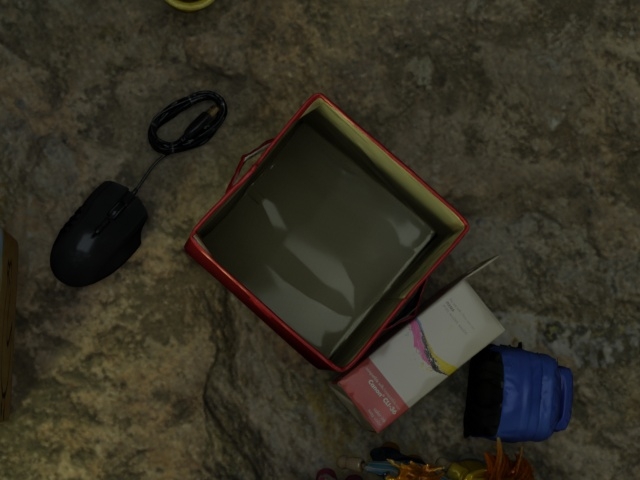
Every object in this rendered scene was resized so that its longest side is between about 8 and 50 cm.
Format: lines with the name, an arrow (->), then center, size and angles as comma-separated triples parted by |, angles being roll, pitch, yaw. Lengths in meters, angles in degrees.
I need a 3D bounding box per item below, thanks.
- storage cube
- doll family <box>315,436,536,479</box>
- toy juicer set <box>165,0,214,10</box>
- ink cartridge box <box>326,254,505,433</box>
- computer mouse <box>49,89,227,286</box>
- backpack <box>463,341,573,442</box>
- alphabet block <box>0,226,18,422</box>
storage cube -> 0.000, 0.000, 1.653 | 0.215, 0.193, 0.183 | 41, 83, -3
doll family -> 0.110, 0.231, 1.658 | 0.263, 0.163, 0.118 | 13, 91, -5
toy juicer set -> -0.237, -0.356, 1.705 | 0.329, 0.089, 0.209 | 14, 85, -4
ink cartridge box -> 0.106, 0.100, 1.696 | 0.198, 0.115, 0.067 | -39, 90, -6
computer mouse -> -0.177, -0.053, 1.715 | 0.071, 0.041, 0.242 | 38, 83, -2
backpack -> 0.195, 0.147, 1.699 | 0.101, 0.120, 0.098 | 1, 85, -6
alphabet block -> -0.383, 0.077, 1.607 | 0.193, 0.197, 0.192 | 4, 87, -5
